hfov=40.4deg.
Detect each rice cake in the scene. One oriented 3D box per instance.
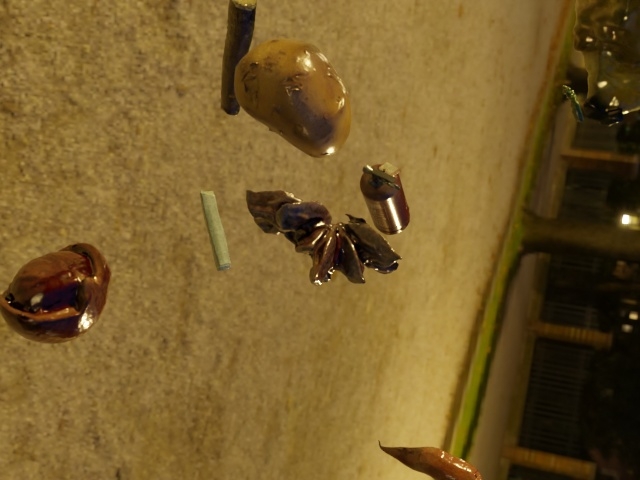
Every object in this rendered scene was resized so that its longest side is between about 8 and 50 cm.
[{"bbox_3d":[-0.217,-0.022,1.797,0.029,0.033,0.171,155,-79,-70],"label":"rice cake"}]

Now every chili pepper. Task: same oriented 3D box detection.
[{"bbox_3d":[0.497,-0.269,1.710,0.083,0.022,0.027,60,17,-22],"label":"chili pepper"}]

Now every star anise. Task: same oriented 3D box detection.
[{"bbox_3d":[-0.001,-0.001,1.400,0.129,0.282,0.212,-57,-161,-2],"label":"star anise"}]

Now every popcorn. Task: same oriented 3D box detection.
[{"bbox_3d":[0.544,-0.365,1.382,0.237,0.292,0.293,-47,143,-51],"label":"popcorn"}]

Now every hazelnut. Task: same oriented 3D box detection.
[{"bbox_3d":[-0.468,0.090,1.555,0.161,0.170,0.202,87,23,-62],"label":"hazelnut"}]

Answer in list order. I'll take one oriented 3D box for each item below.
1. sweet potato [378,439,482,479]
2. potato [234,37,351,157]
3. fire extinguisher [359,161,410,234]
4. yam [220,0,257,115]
[{"bbox_3d":[0.186,0.374,1.467,0.056,0.194,0.057,-46,145,-47],"label":"sweet potato"},{"bbox_3d":[-0.029,-0.194,1.153,0.137,0.175,0.137,-54,-169,15],"label":"potato"},{"bbox_3d":[0.151,-0.102,1.992,0.269,0.104,0.105,63,39,-65],"label":"fire extinguisher"},{"bbox_3d":[-0.172,-0.374,1.773,0.061,0.061,0.274,-63,171,-46],"label":"yam"}]
